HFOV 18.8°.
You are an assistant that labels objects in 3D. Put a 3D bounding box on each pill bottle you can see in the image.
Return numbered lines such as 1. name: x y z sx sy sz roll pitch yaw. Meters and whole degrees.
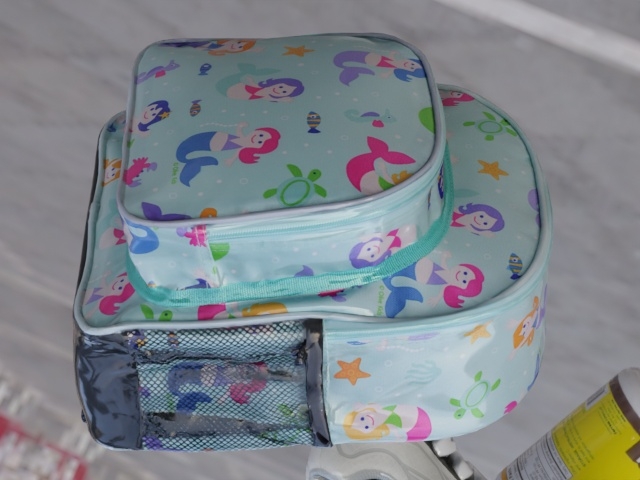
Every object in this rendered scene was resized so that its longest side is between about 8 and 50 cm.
1. pill bottle: 0.238 0.220 1.733 0.117 0.215 0.117 42 -162 -17

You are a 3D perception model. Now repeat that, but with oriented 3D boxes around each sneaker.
1. sneaker: 0.101 0.226 1.472 0.292 0.118 0.110 41 132 -11

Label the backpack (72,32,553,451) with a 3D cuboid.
1. backpack: 0.000 0.000 1.045 0.253 0.225 0.191 3 128 -1
